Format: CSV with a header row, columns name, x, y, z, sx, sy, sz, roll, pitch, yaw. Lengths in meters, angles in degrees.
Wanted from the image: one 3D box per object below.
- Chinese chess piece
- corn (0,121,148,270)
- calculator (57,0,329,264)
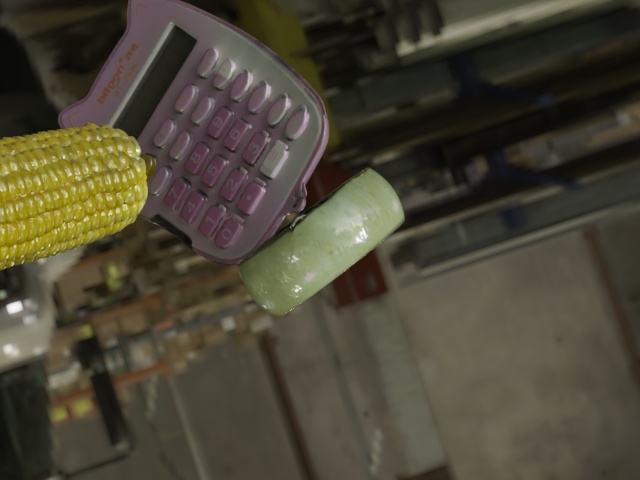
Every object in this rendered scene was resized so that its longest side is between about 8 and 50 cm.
name,x,y,z,sx,sy,sz,roll,pitch,yaw
Chinese chess piece,0.000,0.000,1.378,0.144,0.058,0.144,-37,-177,2
corn,-0.229,-0.024,1.182,0.244,0.093,0.093,-16,178,-42
calculator,-0.109,-0.100,1.559,0.194,0.294,0.043,-57,146,6
